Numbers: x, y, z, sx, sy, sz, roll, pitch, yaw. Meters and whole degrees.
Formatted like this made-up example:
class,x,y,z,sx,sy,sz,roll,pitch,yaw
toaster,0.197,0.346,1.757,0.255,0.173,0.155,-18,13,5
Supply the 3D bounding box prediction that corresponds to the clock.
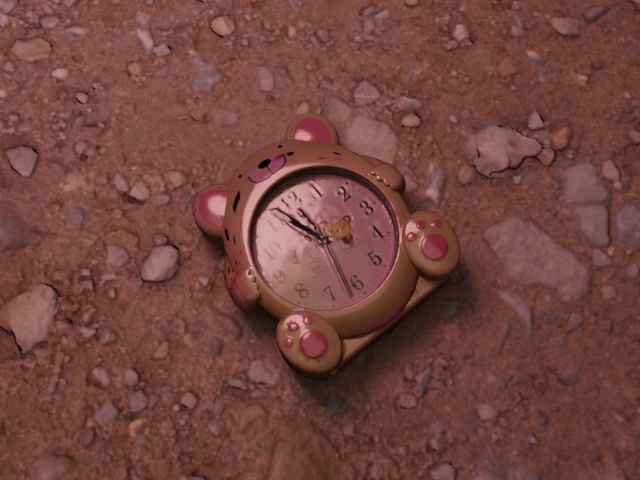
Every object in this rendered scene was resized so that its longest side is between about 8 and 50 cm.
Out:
class,x,y,z,sx,sy,sz,roll,pitch,yaw
clock,0.000,0.000,1.313,0.284,0.114,0.309,-39,78,-7
